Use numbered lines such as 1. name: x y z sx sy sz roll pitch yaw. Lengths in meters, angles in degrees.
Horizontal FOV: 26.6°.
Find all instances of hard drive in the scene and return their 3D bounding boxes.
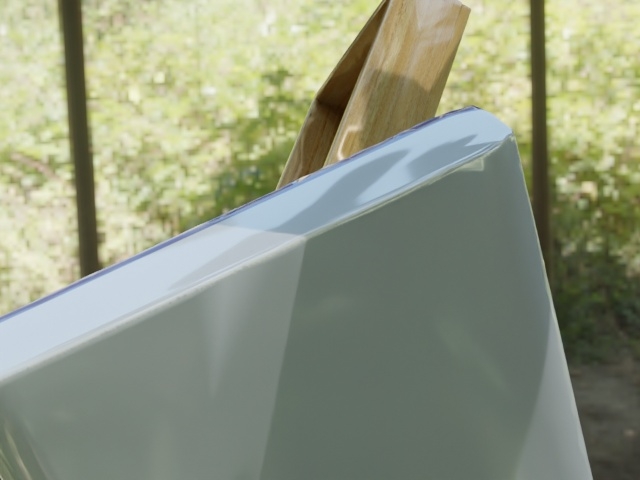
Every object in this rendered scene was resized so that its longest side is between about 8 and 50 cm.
1. hard drive: 0.012 0.127 0.550 0.210 0.318 0.040 -25 33 -11

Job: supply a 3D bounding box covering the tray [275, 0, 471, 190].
1. tray: 0.000 0.000 1.080 0.076 0.411 0.203 27 -33 -9
